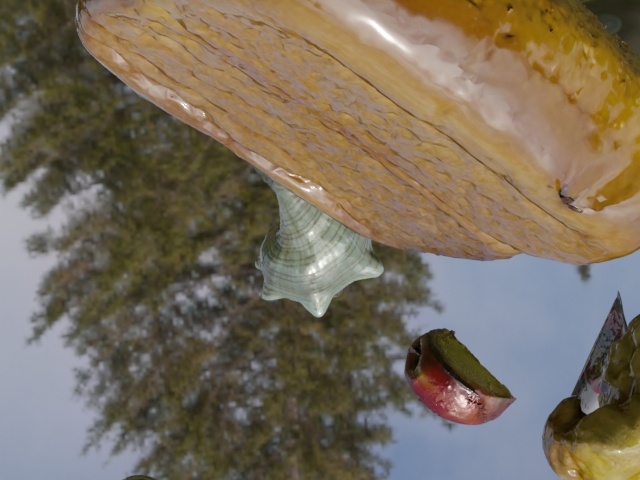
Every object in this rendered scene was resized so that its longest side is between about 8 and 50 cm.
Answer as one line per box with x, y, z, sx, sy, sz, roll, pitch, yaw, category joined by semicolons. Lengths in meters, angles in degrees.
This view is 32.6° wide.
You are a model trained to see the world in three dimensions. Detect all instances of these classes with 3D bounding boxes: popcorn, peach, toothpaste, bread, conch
0.364;0.166;1.022;0.332;0.265;0.225;4;-165;-30;popcorn
0.196;0.211;1.614;0.172;0.092;0.127;38;-158;-9;peach
0.334;0.173;1.305;0.057;0.234;0.089;6;-139;-4;toothpaste
0.041;-0.116;0.668;0.337;0.148;0.328;31;167;-23;bread
0.009;0.010;1.096;0.137;0.114;0.234;-19;163;-23;conch

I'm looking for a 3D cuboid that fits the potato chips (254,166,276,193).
-0.042;-0.103;1.204;0.091;0.207;0.028;-11;-135;25;potato chips

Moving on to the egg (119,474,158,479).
-0.202;0.309;1.215;0.085;0.085;0.110;-9;-155;-9;egg

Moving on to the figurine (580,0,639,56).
0.309;-0.181;1.347;0.248;0.203;0.380;-23;-175;-26;figurine
